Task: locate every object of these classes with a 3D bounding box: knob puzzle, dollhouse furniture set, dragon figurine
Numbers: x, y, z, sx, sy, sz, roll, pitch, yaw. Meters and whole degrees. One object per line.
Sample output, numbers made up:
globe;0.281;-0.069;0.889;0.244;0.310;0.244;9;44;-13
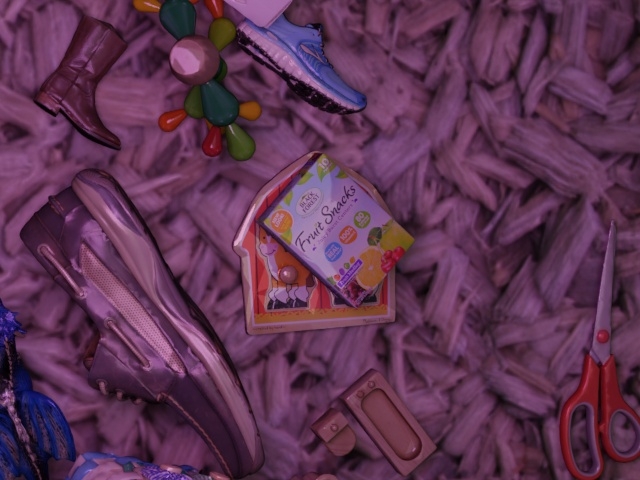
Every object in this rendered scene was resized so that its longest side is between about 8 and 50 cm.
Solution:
knob puzzle;0.000;0.000;1.642;0.213;0.030;0.213;-1;93;-17
dollhouse furniture set;0.059;0.246;1.625;0.151;0.123;0.144;-40;104;-12
dragon figurine;-0.295;0.190;1.500;0.085;0.144;0.289;-23;100;-14

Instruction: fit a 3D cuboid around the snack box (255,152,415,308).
snack box;0.017;-0.010;1.610;0.141;0.037;0.100;43;79;-15

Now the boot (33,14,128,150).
boot;-0.224;-0.164;1.562;0.106;0.037;0.114;34;78;-18

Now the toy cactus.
toy cactus;-0.131;-0.179;1.522;0.112;0.180;0.219;-14;92;4

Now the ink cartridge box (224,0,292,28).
ink cartridge box;-0.060;-0.300;1.558;0.099;0.056;0.135;35;48;-17

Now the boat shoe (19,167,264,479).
boat shoe;-0.183;0.100;1.554;0.130;0.132;0.355;-31;95;-2

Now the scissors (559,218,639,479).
scissors;0.315;0.129;1.752;0.109;0.021;0.297;-10;98;-15

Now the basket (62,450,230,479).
basket;-0.133;0.335;1.454;0.201;0.289;0.255;-54;145;11

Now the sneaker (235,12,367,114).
sneaker;-0.009;-0.196;1.612;0.162;0.063;0.073;39;78;-16
